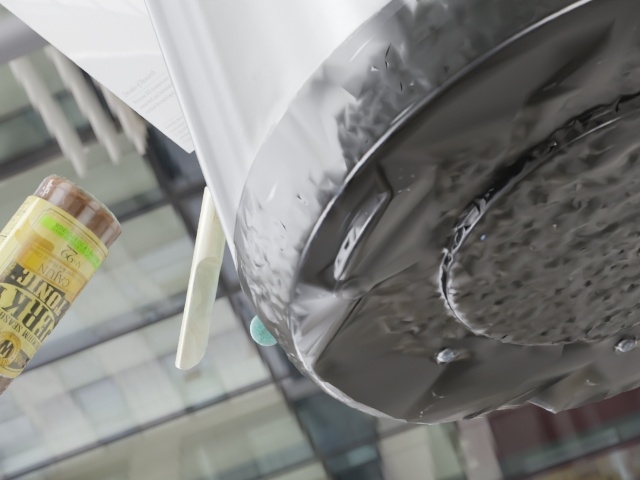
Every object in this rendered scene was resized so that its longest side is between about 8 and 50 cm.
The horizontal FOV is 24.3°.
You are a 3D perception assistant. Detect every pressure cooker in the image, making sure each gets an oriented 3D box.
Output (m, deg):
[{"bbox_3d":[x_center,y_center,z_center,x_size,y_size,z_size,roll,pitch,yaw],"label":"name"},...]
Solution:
[{"bbox_3d":[0.079,-0.162,0.787,0.370,0.375,0.420,101,154,-50],"label":"pressure cooker"}]

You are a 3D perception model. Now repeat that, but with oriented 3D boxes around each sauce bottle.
[{"bbox_3d":[-0.349,0.092,1.586,0.111,0.344,0.111,30,164,10],"label":"sauce bottle"}]

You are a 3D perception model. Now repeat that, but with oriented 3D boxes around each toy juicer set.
[{"bbox_3d":[0.000,0.000,1.472,0.089,0.329,0.209,-160,59,-83],"label":"toy juicer set"}]

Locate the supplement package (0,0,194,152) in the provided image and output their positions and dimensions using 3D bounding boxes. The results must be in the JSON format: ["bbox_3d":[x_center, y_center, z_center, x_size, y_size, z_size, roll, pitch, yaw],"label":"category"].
[{"bbox_3d":[-0.132,-0.241,1.098,0.293,0.175,0.177,38,-123,-17],"label":"supplement package"}]
